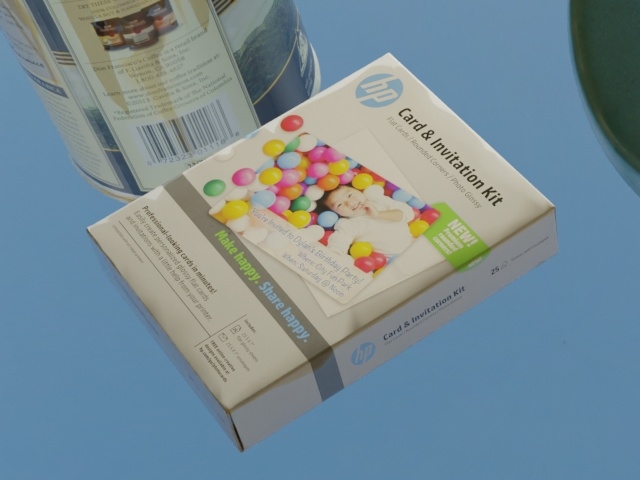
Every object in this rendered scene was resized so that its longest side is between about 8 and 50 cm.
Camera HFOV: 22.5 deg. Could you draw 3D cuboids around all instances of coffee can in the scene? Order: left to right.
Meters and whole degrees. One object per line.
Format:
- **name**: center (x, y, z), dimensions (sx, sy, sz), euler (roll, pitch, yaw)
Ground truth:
- **coffee can**: center (-0.128, -0.183, 1.091), dimensions (0.201, 0.275, 0.201), euler (-8, -128, 10)

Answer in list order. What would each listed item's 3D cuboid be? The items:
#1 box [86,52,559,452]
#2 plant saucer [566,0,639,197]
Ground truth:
- **box**: center (0.000, 0.000, 0.789), dimensions (0.186, 0.038, 0.145), euler (-30, -130, -14)
- **plant saucer**: center (0.253, -0.152, 1.012), dimensions (0.043, 0.317, 0.317), euler (-4, -95, -31)
